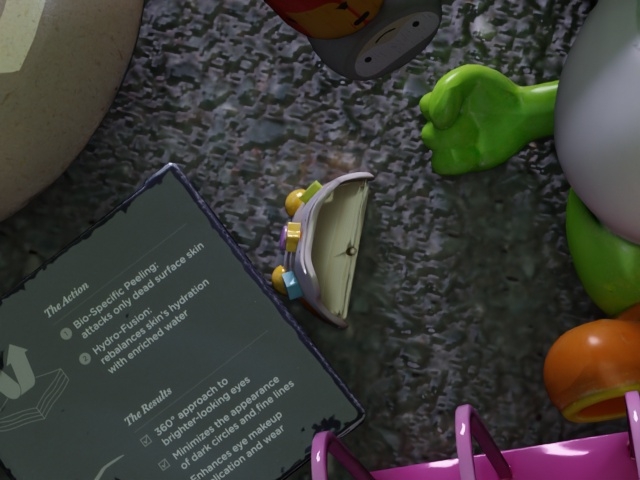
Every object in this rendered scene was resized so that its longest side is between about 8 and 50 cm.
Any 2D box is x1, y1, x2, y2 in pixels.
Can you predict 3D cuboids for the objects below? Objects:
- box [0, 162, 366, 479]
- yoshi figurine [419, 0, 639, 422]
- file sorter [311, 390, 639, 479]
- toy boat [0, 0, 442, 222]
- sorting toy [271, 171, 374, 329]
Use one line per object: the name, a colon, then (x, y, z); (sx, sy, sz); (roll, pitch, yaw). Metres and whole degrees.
box: (-0.084, 0.072, 0.863); (0.156, 0.093, 0.158); (-37, 87, -2)
yoshi figurine: (0.131, -0.105, 0.828); (0.203, 0.203, 0.362); (-11, 74, 14)
file sorter: (0.154, 0.166, 0.766); (0.290, 0.182, 0.202); (-10, 70, 9)
toy boat: (-0.106, -0.125, 0.846); (0.318, 0.148, 0.267); (5, 83, 25)
sorting toy: (0.000, 0.000, 0.877); (0.045, 0.075, 0.083); (10, 85, 0)
